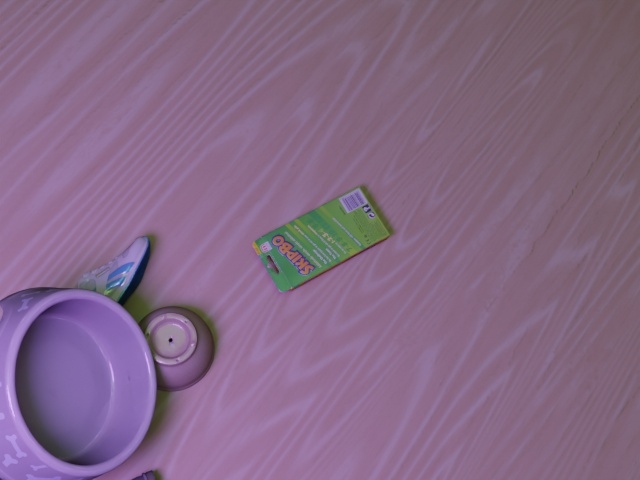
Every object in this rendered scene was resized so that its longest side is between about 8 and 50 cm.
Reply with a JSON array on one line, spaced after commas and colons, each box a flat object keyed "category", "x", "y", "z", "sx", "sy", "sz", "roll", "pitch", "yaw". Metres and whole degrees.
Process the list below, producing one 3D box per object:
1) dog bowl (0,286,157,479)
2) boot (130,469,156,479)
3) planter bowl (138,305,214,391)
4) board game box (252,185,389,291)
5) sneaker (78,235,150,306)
[{"category": "dog bowl", "x": -0.416, "y": 0.238, "z": 1.441, "sx": 0.102, "sy": 0.348, "sz": 0.349, "roll": -15, "pitch": 69, "yaw": 33}, {"category": "boot", "x": -0.371, "y": 0.515, "z": 1.517, "sx": 0.208, "sy": 0.076, "sz": 0.190, "roll": -17, "pitch": 61, "yaw": -20}, {"category": "planter bowl", "x": -0.278, "y": 0.193, "z": 1.617, "sx": 0.162, "sy": 0.109, "sz": 0.162, "roll": 3, "pitch": 72, "yaw": -8}, {"category": "board game box", "x": 0.000, "y": 0.000, "z": 1.756, "sx": 0.259, "sy": 0.039, "sz": 0.124, "roll": -27, "pitch": 77, "yaw": -18}, {"category": "sneaker", "x": -0.404, "y": 0.079, "z": 1.650, "sx": 0.092, "sy": 0.087, "sz": 0.229, "roll": 30, "pitch": 69, "yaw": 5}]
